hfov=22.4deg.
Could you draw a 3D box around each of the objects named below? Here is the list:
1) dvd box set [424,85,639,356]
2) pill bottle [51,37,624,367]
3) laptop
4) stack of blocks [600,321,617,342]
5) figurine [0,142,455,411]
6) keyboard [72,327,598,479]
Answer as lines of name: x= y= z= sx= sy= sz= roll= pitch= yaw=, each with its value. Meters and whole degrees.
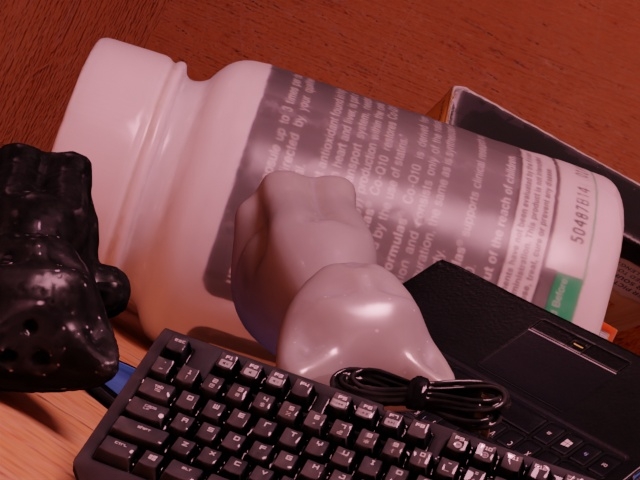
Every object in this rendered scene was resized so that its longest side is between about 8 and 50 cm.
dvd box set: x=0.136 y=0.047 z=1.463 sx=0.307 sy=0.062 sz=0.420 roll=28 pitch=-35 yaw=-15
pill bottle: x=0.000 y=0.000 z=1.079 sx=0.361 sy=0.204 sz=0.204 roll=18 pitch=0 yaw=-4
laptop: x=0.022 y=0.062 z=0.812 sx=0.234 sy=0.264 sz=0.137 roll=29 pitch=-37 yaw=50
stack of blocks: x=0.069 y=0.075 z=1.297 sx=0.297 sy=0.171 sz=0.087 roll=28 pitch=-1 yaw=-20
figurine: x=-0.055 y=0.026 z=0.691 sx=0.214 sy=0.092 sz=0.209 roll=5 pitch=11 yaw=-8
keyboard: x=0.020 y=0.073 z=0.536 sx=0.180 sy=0.023 sz=0.108 roll=19 pitch=39 yaw=13
